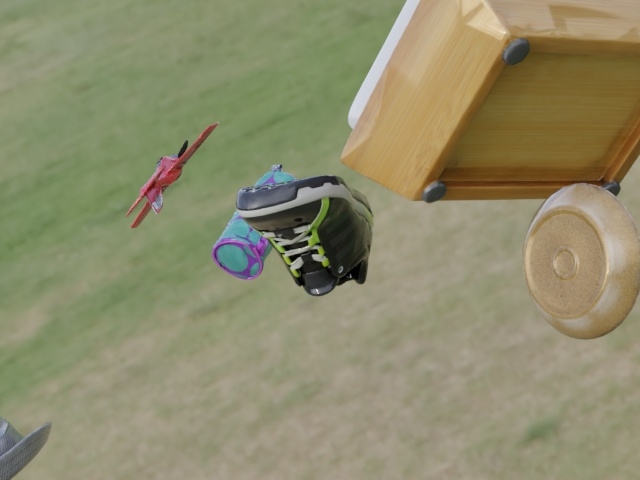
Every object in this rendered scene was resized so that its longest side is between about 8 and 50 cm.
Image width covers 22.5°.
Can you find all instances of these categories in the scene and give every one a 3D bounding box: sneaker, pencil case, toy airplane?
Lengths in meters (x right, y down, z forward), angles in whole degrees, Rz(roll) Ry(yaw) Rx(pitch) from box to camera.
[{"bbox_3d":[0.000,0.000,1.449,0.084,0.097,0.234,-8,-8,23],"label":"sneaker"},{"bbox_3d":[-0.069,-0.020,1.901,0.070,0.064,0.152,-14,30,36],"label":"pencil case"},{"bbox_3d":[-0.161,-0.061,1.633,0.151,0.028,0.151,-52,8,11],"label":"toy airplane"}]

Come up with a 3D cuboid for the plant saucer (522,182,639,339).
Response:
[{"bbox_3d":[0.134,0.011,0.855,0.015,0.083,0.083,-2,-3,-39],"label":"plant saucer"}]

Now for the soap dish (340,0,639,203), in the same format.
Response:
[{"bbox_3d":[0.186,-0.137,1.405,0.290,0.118,0.229,-2,-44,-36],"label":"soap dish"}]

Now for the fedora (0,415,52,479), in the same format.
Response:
[{"bbox_3d":[-0.377,0.196,1.484,0.243,0.124,0.275,-31,6,0],"label":"fedora"}]
